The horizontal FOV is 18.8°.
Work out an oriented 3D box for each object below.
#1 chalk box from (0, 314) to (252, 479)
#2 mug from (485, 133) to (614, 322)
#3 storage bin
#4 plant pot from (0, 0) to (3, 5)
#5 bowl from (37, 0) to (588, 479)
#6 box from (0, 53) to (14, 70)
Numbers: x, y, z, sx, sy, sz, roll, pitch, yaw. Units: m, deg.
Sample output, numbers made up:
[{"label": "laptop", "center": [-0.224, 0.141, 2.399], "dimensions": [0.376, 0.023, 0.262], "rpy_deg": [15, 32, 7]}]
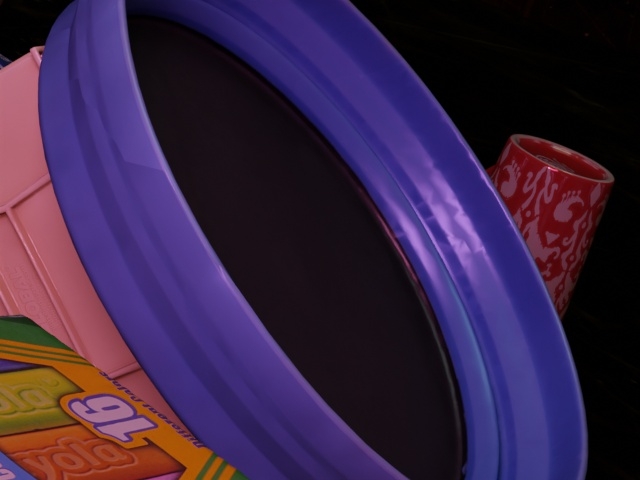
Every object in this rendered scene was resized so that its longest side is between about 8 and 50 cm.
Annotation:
[{"label": "chalk box", "center": [-0.178, 0.150, 0.688], "dimensions": [0.179, 0.180, 0.289], "rpy_deg": [32, 21, 31]}, {"label": "mug", "center": [0.146, 0.001, 1.554], "dimensions": [0.150, 0.169, 0.113], "rpy_deg": [28, 19, 19]}, {"label": "storage bin", "center": [-0.091, 0.015, 1.125], "dimensions": [0.260, 0.123, 0.262], "rpy_deg": [63, 23, 2]}, {"label": "plant pot", "center": [-0.415, -0.243, 1.553], "dimensions": [0.263, 0.263, 0.229], "rpy_deg": [28, 36, 18]}, {"label": "bowl", "center": [0.000, 0.000, 1.044], "dimensions": [0.391, 0.077, 0.391], "rpy_deg": [43, 26, -28]}, {"label": "box", "center": [-0.307, -0.120, 1.568], "dimensions": [0.059, 0.054, 0.169], "rpy_deg": [31, 20, 28]}]
